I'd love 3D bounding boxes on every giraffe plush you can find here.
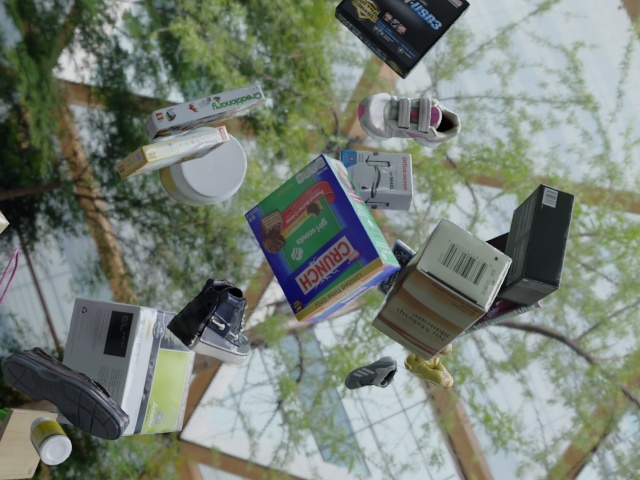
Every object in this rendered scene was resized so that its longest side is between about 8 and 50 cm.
[{"bbox_3d":[0.370,0.381,2.400,0.210,0.171,0.181,27,-9,-1],"label":"giraffe plush"}]

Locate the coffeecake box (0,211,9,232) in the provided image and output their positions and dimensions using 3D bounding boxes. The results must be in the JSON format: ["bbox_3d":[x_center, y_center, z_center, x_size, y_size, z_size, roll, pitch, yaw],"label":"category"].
[{"bbox_3d":[-0.631,-0.080,1.206,0.185,0.068,0.142,38,-5,41],"label":"coffeecake box"}]

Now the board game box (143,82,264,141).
[{"bbox_3d":[-0.323,-0.350,1.960,0.193,0.305,0.053,-6,-77,70],"label":"board game box"}]

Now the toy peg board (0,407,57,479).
[{"bbox_3d":[-0.723,0.465,1.667,0.079,0.161,0.161,17,-10,21],"label":"toy peg board"}]

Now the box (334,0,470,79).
[{"bbox_3d":[0.245,-0.689,2.140,0.295,0.293,0.073,43,-5,1],"label":"box"}]

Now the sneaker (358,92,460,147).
[{"bbox_3d":[0.197,-0.264,1.517,0.111,0.252,0.103,-7,-98,59],"label":"sneaker"}]

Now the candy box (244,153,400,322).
[{"bbox_3d":[0.000,0.000,1.726,0.268,0.122,0.317,-36,-109,22],"label":"candy box"}]

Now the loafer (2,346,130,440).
[{"bbox_3d":[-0.516,0.305,1.490,0.302,0.095,0.109,25,-62,12],"label":"loafer"}]

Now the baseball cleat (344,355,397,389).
[{"bbox_3d":[0.164,0.457,2.367,0.072,0.205,0.109,44,23,-25],"label":"baseball cleat"}]

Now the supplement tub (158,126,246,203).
[{"bbox_3d":[-0.379,-0.234,2.293,0.331,0.240,0.241,1,-73,68],"label":"supplement tub"}]

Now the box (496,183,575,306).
[{"bbox_3d":[0.549,0.016,1.828,0.184,0.103,0.261,118,-10,-69],"label":"box"}]

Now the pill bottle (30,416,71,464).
[{"bbox_3d":[-0.569,0.415,1.494,0.116,0.065,0.065,22,-54,52],"label":"pill bottle"}]

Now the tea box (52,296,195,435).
[{"bbox_3d":[-0.519,0.345,1.955,0.219,0.323,0.329,5,-101,22],"label":"tea box"}]

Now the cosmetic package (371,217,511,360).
[{"bbox_3d":[0.222,0.104,1.369,0.153,0.129,0.296,31,-28,5],"label":"cosmetic package"}]

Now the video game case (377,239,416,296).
[{"bbox_3d":[0.245,0.116,1.935,0.173,0.022,0.190,39,-43,24],"label":"video game case"}]

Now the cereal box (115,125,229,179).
[{"bbox_3d":[-0.367,-0.219,1.780,0.173,0.240,0.047,-16,-86,54],"label":"cereal box"}]

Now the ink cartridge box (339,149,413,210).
[{"bbox_3d":[0.153,-0.168,1.999,0.086,0.203,0.148,96,-4,-59],"label":"ink cartridge box"}]

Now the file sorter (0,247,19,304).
[{"bbox_3d":[-0.858,0.064,1.625,0.202,0.290,0.182,-38,-147,60],"label":"file sorter"}]

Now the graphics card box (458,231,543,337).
[{"bbox_3d":[0.442,0.151,2.137,0.094,0.370,0.233,35,36,-60],"label":"graphics card box"}]

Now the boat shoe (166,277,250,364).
[{"bbox_3d":[-0.214,0.191,1.682,0.127,0.158,0.340,39,0,19],"label":"boat shoe"}]
